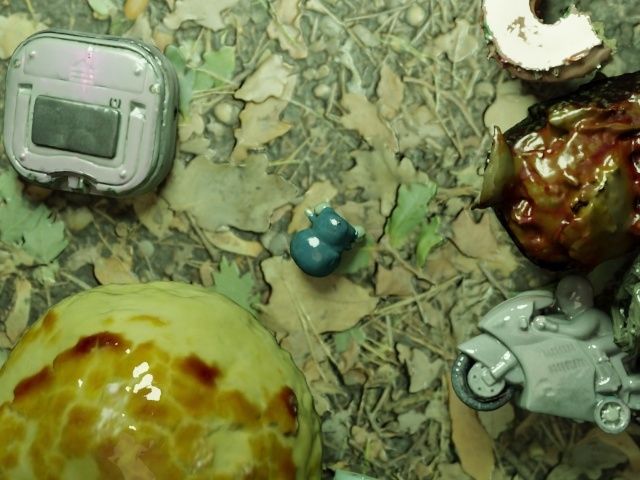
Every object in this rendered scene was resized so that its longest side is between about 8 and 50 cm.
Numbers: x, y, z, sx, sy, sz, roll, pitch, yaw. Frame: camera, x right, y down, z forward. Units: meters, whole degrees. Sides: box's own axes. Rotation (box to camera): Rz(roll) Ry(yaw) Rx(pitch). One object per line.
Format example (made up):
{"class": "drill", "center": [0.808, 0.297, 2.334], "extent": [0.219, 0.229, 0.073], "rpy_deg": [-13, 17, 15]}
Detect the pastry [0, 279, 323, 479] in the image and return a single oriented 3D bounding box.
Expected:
{"class": "pastry", "center": [-0.184, 0.236, 0.823], "extent": [0.389, 0.312, 0.388], "rpy_deg": [0, 91, 10]}

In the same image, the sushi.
{"class": "sushi", "center": [0.315, -0.090, 0.800], "extent": [0.344, 0.182, 0.196], "rpy_deg": [-23, 85, 6]}

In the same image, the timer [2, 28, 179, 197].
{"class": "timer", "center": [-0.276, -0.150, 0.924], "extent": [0.209, 0.069, 0.190], "rpy_deg": [8, 98, 5]}

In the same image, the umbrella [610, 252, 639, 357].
{"class": "umbrella", "center": [0.481, 0.071, 0.801], "extent": [0.358, 0.106, 0.113], "rpy_deg": [-1, 128, -7]}

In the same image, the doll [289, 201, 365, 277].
{"class": "doll", "center": [0.000, 0.000, 0.912], "extent": [0.076, 0.050, 0.083], "rpy_deg": [39, 100, 7]}

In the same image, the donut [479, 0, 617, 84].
{"class": "donut", "center": [0.234, -0.229, 0.840], "extent": [0.117, 0.065, 0.166], "rpy_deg": [-36, 69, 25]}

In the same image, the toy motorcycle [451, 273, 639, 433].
{"class": "toy motorcycle", "center": [0.279, 0.121, 0.863], "extent": [0.260, 0.110, 0.170], "rpy_deg": [6, 84, 2]}

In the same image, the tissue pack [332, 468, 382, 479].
{"class": "tissue pack", "center": [0.172, 0.392, 0.803], "extent": [0.388, 0.287, 0.162], "rpy_deg": [15, 92, 6]}
